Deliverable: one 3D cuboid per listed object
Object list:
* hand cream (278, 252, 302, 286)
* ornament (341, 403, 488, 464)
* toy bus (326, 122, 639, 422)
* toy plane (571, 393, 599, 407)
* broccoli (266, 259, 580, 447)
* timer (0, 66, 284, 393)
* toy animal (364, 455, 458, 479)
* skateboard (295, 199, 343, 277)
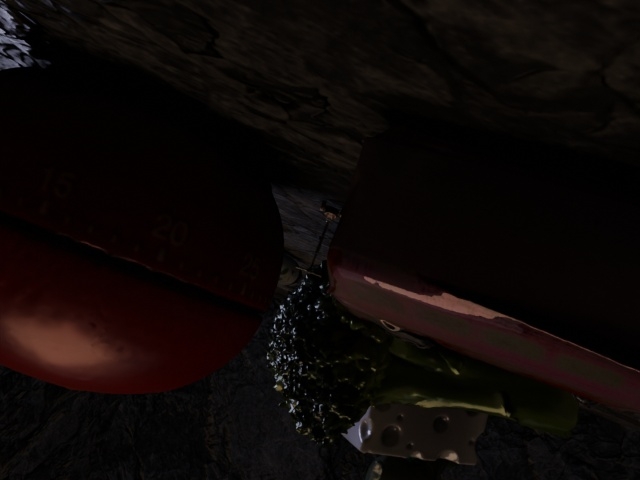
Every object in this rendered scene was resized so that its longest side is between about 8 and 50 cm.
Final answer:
[{"bbox_3d":[-0.116,0.026,1.359,0.095,0.059,0.276,14,164,32],"label":"hand cream"},{"bbox_3d":[0.159,0.256,1.286,0.239,0.240,0.239,13,-179,-21],"label":"ornament"},{"bbox_3d":[0.154,0.029,0.436,0.302,0.128,0.147,18,168,22],"label":"toy bus"},{"bbox_3d":[0.355,0.149,0.790,0.255,0.101,0.251,20,-177,11],"label":"toy plane"},{"bbox_3d":[0.113,0.161,0.892,0.397,0.353,0.275,36,136,31],"label":"broccoli"},{"bbox_3d":[-0.228,0.000,0.716,0.377,0.279,0.378,20,174,2],"label":"timer"},{"bbox_3d":[0.192,0.439,1.334,0.251,0.125,0.127,-13,169,-47],"label":"toy animal"},{"bbox_3d":[0.000,0.000,0.788,0.032,0.083,0.064,21,173,-1],"label":"skateboard"}]
